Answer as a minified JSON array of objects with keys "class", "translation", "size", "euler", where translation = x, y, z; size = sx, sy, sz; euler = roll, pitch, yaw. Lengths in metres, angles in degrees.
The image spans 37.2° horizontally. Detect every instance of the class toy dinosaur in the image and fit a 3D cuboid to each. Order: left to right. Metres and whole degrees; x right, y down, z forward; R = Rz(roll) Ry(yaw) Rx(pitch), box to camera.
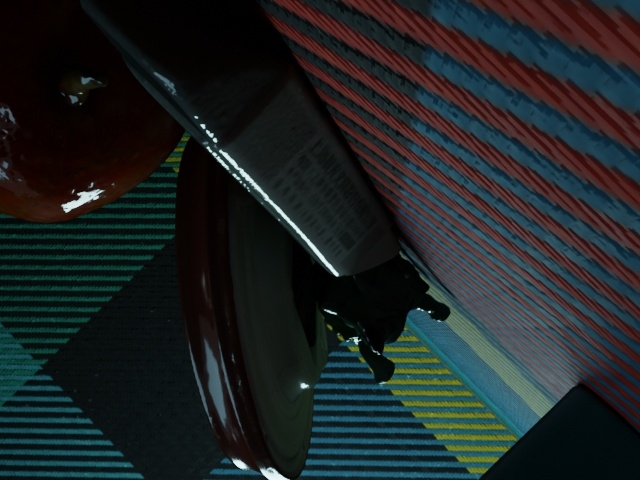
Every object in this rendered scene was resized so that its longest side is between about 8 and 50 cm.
[{"class":"toy dinosaur","translation":[0.045,0.035,0.809],"size":[0.120,0.079,0.292],"euler":[51,-170,-2]}]

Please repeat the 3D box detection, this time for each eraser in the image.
[{"class":"eraser","translation":[-0.026,-0.053,0.568],"size":[0.089,0.061,0.352],"euler":[46,179,23]}]

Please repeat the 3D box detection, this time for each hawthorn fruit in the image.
[{"class":"hawthorn fruit","translation":[-0.158,-0.101,0.564],"size":[0.196,0.196,0.225],"euler":[46,173,-27]}]

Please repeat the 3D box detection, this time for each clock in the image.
[{"class":"clock","translation":[-0.042,0.042,0.805],"size":[0.318,0.080,0.318],"euler":[-9,-90,-82]}]

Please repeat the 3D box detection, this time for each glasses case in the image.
[{"class":"glasses case","translation":[0.067,0.213,0.570],"size":[0.070,0.301,0.117],"euler":[44,178,14]}]
